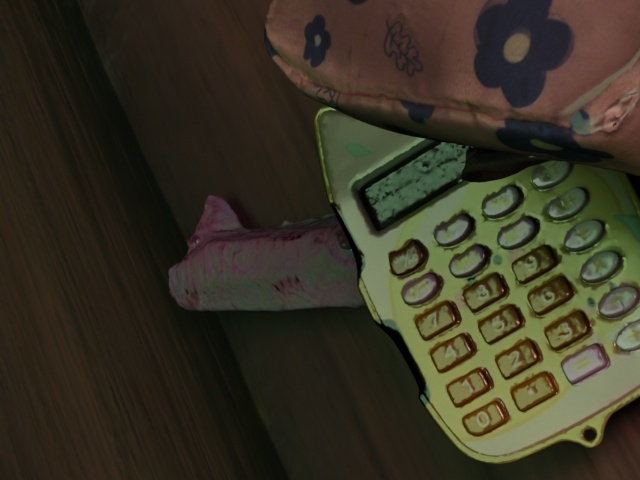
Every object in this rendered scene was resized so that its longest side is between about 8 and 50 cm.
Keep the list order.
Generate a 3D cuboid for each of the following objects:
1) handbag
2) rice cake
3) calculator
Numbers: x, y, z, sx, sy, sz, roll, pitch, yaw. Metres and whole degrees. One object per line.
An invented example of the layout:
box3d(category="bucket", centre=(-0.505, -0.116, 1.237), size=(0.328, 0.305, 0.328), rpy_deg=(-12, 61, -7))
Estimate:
box3d(category="handbag", centre=(0.126, -0.109, 0.797), size=(0.251, 0.193, 0.190), rpy_deg=(18, 90, 50))
box3d(category="rice cake", centre=(0.001, 0.003, 1.096), size=(0.290, 0.051, 0.081), rpy_deg=(-5, 84, 52))
box3d(category="calculator", centre=(0.094, 0.003, 0.947), size=(0.157, 0.033, 0.236), rpy_deg=(-30, 68, 17))
